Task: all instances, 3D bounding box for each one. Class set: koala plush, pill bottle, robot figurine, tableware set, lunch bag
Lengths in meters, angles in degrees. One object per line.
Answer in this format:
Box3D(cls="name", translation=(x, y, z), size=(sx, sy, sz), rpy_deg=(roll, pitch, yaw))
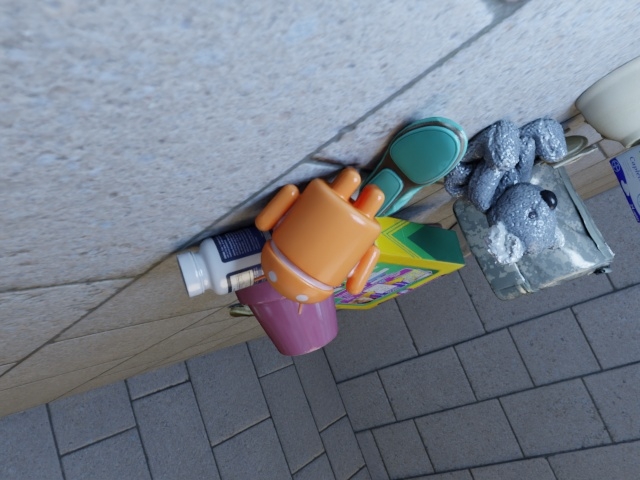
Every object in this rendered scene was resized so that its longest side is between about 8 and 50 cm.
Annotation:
Box3D(cls="koala plush", translation=(0.338, -0.070, 0.822), size=(0.196, 0.222, 0.203), rpy_deg=(-14, 166, -34))
Box3D(cls="pill bottle", translation=(-0.138, 0.032, 0.750), size=(0.169, 0.094, 0.094), rpy_deg=(-17, 167, -20))
Box3D(cls="robot figurine", translation=(0.002, 0.001, 0.669), size=(0.158, 0.128, 0.219), rpy_deg=(26, 107, -47))
Box3D(cls="tableware set", translation=(0.523, -0.190, 0.891), size=(0.194, 0.039, 0.128), rpy_deg=(-25, -155, 18))
Box3D(cls="lunch bag", translation=(0.516, -0.027, 1.124), size=(0.212, 0.305, 0.256), rpy_deg=(-13, 166, -38))

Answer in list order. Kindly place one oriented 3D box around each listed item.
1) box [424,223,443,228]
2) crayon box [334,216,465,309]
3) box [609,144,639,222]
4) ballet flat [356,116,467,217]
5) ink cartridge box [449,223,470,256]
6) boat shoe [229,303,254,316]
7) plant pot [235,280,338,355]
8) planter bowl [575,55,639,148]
Box3D(cls="box", translation=(0.286, -0.008, 1.381), size=(0.067, 0.063, 0.324), rpy_deg=(-26, 167, 32))
Box3D(cls="crayon box", translation=(0.117, 0.070, 1.171), size=(0.312, 0.106, 0.363), rpy_deg=(10, 150, -38))
Box3D(cls="box", translation=(0.568, -0.108, 0.764), size=(0.072, 0.126, 0.137), rpy_deg=(-20, 172, -1))
Box3D(cls="ballet flat", translation=(0.132, -0.113, 0.666), size=(0.087, 0.083, 0.247), rpy_deg=(-43, 180, -30))
Box3D(cls="ink cartridge box", translation=(0.615, -0.050, 1.635), size=(0.282, 0.117, 0.207), rpy_deg=(-21, 168, -6))
Box3D(cls="boat shoe", translation=(-0.250, 0.226, 1.543), size=(0.056, 0.048, 0.153), rpy_deg=(-14, 166, 26))
Box3D(cls="plant pot", translation=(-0.053, 0.116, 0.918), size=(0.201, 0.180, 0.201), rpy_deg=(-19, -169, 4))
Box3D(cls="planter bowl", translation=(0.523, -0.220, 0.760), size=(0.161, 0.109, 0.162), rpy_deg=(-20, 169, -4))
